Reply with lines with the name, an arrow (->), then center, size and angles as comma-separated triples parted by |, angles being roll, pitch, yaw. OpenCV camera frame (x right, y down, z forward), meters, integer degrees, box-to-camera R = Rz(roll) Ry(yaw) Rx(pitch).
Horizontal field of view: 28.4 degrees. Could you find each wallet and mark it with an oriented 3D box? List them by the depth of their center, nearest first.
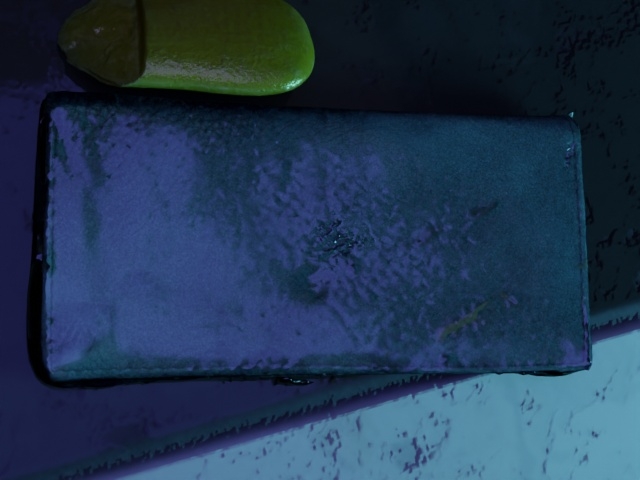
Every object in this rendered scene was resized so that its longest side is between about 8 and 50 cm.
wallet -> 0.000, 0.000, 0.840 | 0.379, 0.046, 0.191 | 1, 81, -15

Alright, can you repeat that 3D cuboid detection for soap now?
soap -> -0.087, -0.130, 0.837 | 0.168, 0.033, 0.089 | -4, 54, -16
